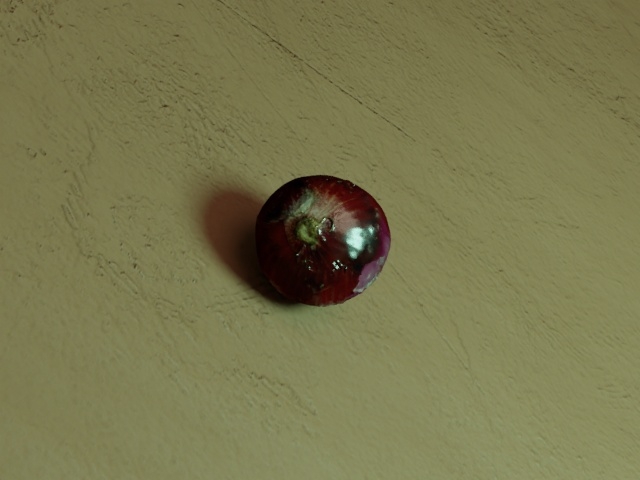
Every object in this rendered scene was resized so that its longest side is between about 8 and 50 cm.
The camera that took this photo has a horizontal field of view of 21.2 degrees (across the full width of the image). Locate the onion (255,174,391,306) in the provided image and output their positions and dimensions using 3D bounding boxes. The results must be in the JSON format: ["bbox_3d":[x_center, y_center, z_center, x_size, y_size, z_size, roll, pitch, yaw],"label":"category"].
[{"bbox_3d":[0.000,0.000,1.625,0.131,0.131,0.131,25,42,-25],"label":"onion"}]
